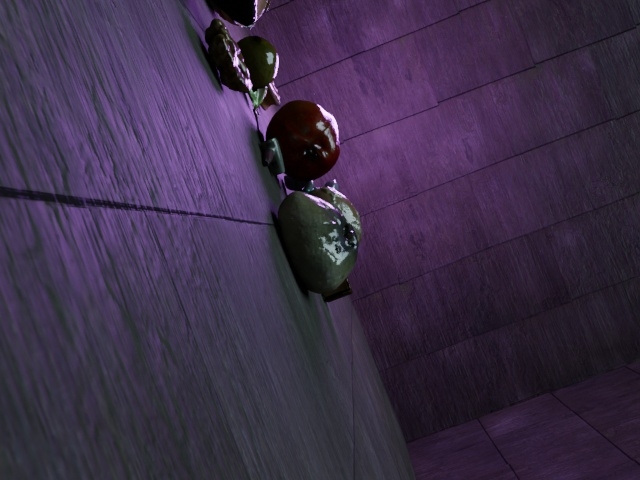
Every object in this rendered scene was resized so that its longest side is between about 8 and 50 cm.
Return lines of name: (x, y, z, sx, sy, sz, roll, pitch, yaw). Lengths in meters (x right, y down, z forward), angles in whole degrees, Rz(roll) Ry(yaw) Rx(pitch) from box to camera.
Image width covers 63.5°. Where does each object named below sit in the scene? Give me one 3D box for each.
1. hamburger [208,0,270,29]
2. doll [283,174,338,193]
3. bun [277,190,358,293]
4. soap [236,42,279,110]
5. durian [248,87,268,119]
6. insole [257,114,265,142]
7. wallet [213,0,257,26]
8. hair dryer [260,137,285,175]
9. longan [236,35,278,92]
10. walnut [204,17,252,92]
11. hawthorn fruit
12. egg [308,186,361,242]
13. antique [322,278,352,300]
hamburger: (-0.273, -0.817, 1.655, 0.149, 0.237, 0.237, 33, -10, 20)
doll: (-0.010, -0.164, 1.799, 0.258, 0.153, 0.195, 21, -7, 45)
bun: (-0.001, -0.004, 1.285, 0.273, 0.168, 0.273, -23, 90, -79)
soap: (-0.233, -0.612, 1.931, 0.274, 0.089, 0.174, 44, 26, -81)
durian: (-0.228, -0.499, 1.652, 0.100, 0.086, 0.215, -55, 128, -44)
insole: (-0.198, -0.371, 1.706, 0.193, 0.006, 0.065, -105, 173, -58)
wallet: (-0.226, -0.672, 1.115, 0.228, 0.062, 0.406, 38, -20, 5)
hair dryer: (-0.145, -0.230, 1.468, 0.154, 0.054, 0.106, -64, 138, -72)
longan: (-0.196, -0.519, 1.539, 0.155, 0.145, 0.176, -70, 166, -46)
walnut: (-0.216, -0.417, 1.191, 0.170, 0.069, 0.143, 61, 9, -55)
hawthorn fruit: (-0.044, -0.310, 1.635, 0.254, 0.254, 0.300, 67, -8, -23)
egg: (0.020, -0.040, 1.510, 0.203, 0.203, 0.245, -104, -179, -63)
antique: (0.007, 0.042, 1.699, 0.087, 0.093, 0.310, 56, 13, -76)
